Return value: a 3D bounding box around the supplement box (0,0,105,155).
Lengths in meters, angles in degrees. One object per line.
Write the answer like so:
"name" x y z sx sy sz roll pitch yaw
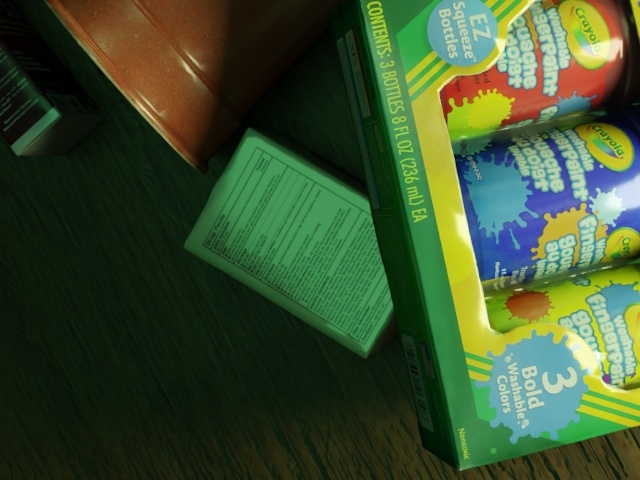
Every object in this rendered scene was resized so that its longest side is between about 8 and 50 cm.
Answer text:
"supplement box" -0.359 -0.207 1.573 0.073 0.130 0.239 -41 84 13

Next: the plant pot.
"plant pot" -0.110 -0.255 1.449 0.265 0.272 0.272 -41 83 1

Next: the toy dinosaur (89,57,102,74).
"toy dinosaur" -0.280 -0.244 1.599 0.082 0.047 0.090 27 112 30

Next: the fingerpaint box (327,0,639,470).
"fingerpaint box" 0.241 -0.046 1.344 0.371 0.163 0.445 -12 92 -9

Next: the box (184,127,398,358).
"box" 0.000 0.000 1.497 0.232 0.127 0.149 32 100 11
